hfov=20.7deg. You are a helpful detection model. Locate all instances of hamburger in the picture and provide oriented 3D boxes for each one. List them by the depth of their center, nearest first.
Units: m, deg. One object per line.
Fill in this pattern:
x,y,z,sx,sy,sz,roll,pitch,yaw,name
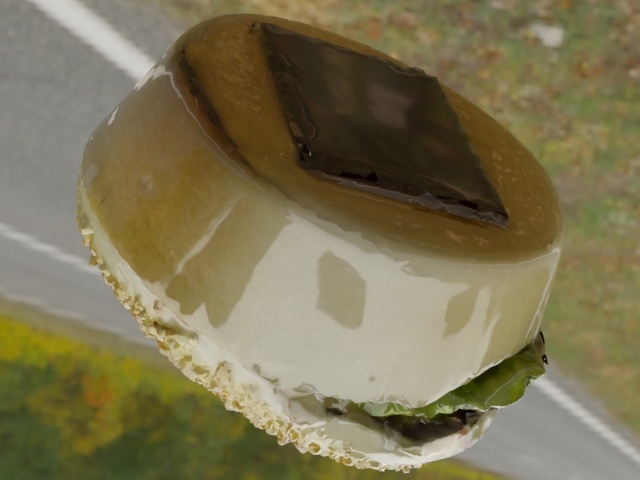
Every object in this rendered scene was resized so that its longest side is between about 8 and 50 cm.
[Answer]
0.000,0.000,1.021,0.302,0.170,0.302,22,-152,-12,hamburger
